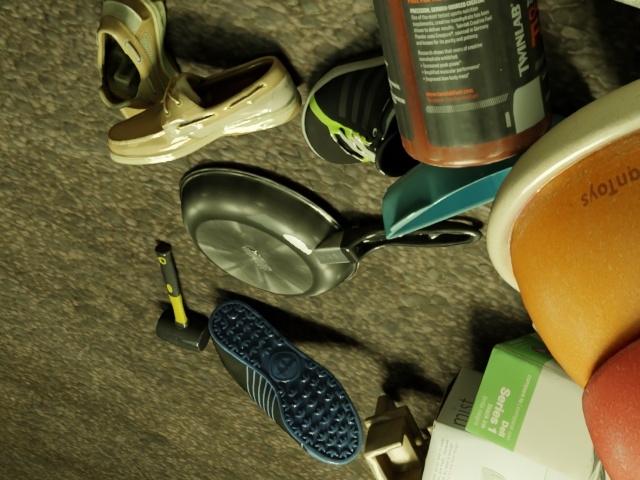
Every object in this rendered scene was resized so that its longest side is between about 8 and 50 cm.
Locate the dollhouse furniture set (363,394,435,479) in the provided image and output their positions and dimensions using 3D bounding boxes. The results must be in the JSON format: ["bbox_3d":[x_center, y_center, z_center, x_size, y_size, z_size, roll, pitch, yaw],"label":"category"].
[{"bbox_3d":[0.273,0.254,1.561,0.355,0.174,0.303,-22,110,18],"label":"dollhouse furniture set"}]

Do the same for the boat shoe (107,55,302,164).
[{"bbox_3d":[-0.103,-0.114,1.152,0.170,0.063,0.059,-18,130,4],"label":"boat shoe"}]

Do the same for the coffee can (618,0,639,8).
[{"bbox_3d":[0.134,-0.224,0.670,0.275,0.202,0.201,19,152,8],"label":"coffee can"}]

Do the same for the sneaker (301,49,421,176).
[{"bbox_3d":[0.048,-0.093,1.073,0.084,0.097,0.234,35,150,-20],"label":"sneaker"}]

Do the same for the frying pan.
[{"bbox_3d":[0.002,0.015,1.358,0.326,0.053,0.197,17,152,19],"label":"frying pan"}]

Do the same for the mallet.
[{"bbox_3d":[-0.175,0.062,1.586,0.062,0.039,0.190,14,146,22],"label":"mallet"}]

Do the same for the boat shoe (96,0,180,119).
[{"bbox_3d":[-0.165,-0.140,1.179,0.068,0.072,0.190,17,151,13],"label":"boat shoe"}]

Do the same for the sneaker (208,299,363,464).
[{"bbox_3d":[-0.036,0.164,1.552,0.232,0.081,0.090,48,168,18],"label":"sneaker"}]

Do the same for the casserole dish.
[{"bbox_3d":[0.121,-0.053,1.049,0.114,0.188,0.037,-38,77,52],"label":"casserole dish"}]

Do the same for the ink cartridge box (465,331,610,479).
[{"bbox_3d":[0.267,0.165,1.247,0.219,0.093,0.160,24,-166,26],"label":"ink cartridge box"}]

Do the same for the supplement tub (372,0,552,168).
[{"bbox_3d":[0.087,-0.153,0.887,0.106,0.106,0.198,5,122,32],"label":"supplement tub"}]

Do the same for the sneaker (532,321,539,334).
[{"bbox_3d":[0.265,0.063,1.126,0.079,0.121,0.217,45,176,-24],"label":"sneaker"}]

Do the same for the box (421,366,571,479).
[{"bbox_3d":[0.212,0.296,1.405,0.231,0.127,0.262,15,117,14],"label":"box"}]

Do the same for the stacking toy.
[{"bbox_3d":[0.298,0.153,0.833,0.350,0.480,0.351,-3,154,-2],"label":"stacking toy"}]
